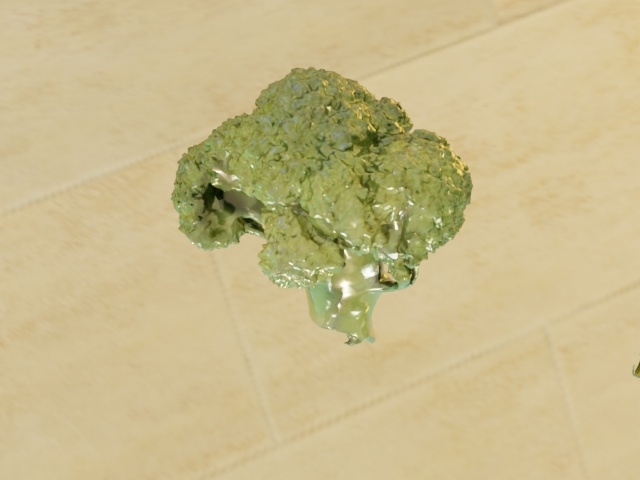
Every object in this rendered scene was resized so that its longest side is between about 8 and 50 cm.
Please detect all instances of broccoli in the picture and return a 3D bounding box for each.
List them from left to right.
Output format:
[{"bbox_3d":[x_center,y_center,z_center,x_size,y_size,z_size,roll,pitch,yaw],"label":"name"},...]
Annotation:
[{"bbox_3d":[-0.020,-0.012,1.603,0.254,0.186,0.302,28,129,-3],"label":"broccoli"}]

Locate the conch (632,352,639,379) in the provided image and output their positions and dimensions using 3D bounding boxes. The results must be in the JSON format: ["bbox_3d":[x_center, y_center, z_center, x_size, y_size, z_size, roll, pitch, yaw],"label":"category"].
[{"bbox_3d":[0.327,0.056,1.463,0.201,0.079,0.095,-6,88,-43],"label":"conch"}]
